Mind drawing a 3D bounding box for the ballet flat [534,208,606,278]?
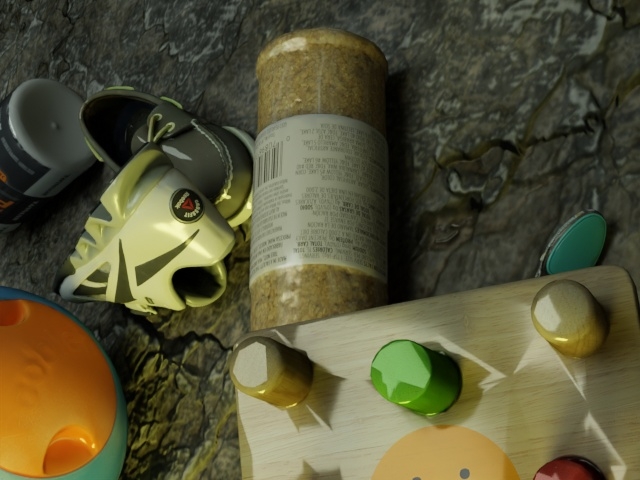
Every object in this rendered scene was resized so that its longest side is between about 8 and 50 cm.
[{"bbox_3d":[0.166,0.028,0.918,0.041,0.041,0.114,28,96,53],"label":"ballet flat"}]

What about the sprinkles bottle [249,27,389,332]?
[{"bbox_3d":[0.000,0.000,1.072,0.121,0.121,0.356,-25,55,44],"label":"sprinkles bottle"}]

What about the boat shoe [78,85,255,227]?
[{"bbox_3d":[-0.162,-0.092,1.346,0.305,0.091,0.109,30,98,53],"label":"boat shoe"}]

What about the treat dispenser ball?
[{"bbox_3d":[-0.336,0.188,1.278,0.288,0.288,0.288,-26,55,44],"label":"treat dispenser ball"}]

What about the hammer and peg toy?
[{"bbox_3d":[0.126,0.152,0.726,0.361,0.127,0.266,-11,72,18],"label":"hammer and peg toy"}]

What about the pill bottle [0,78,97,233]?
[{"bbox_3d":[-0.388,-0.090,1.606,0.245,0.130,0.131,-32,51,41],"label":"pill bottle"}]

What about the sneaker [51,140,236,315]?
[{"bbox_3d":[-0.173,0.027,1.291,0.122,0.146,0.330,-54,5,-23],"label":"sneaker"}]
